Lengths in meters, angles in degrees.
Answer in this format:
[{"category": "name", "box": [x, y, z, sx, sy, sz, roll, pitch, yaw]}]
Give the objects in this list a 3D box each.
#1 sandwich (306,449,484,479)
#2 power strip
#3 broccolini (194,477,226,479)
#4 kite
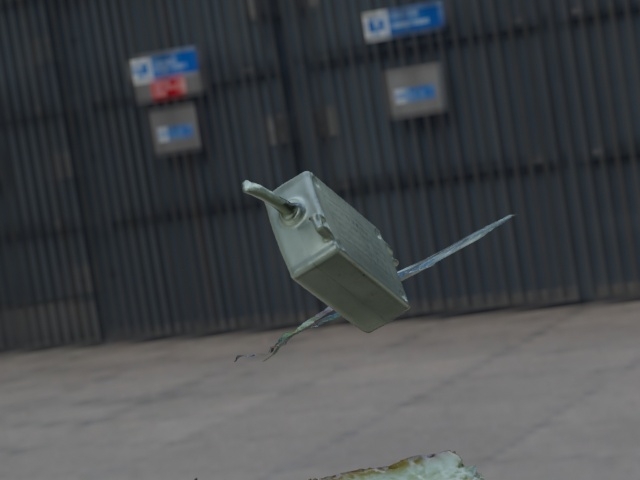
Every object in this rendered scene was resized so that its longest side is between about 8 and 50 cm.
[{"category": "sandwich", "box": [0.097, 0.329, 1.469, 0.262, 0.131, 0.325, -7, 24, -32]}, {"category": "power strip", "box": [0.000, 0.000, 1.091, 0.042, 0.075, 0.175, -32, -38, 16]}, {"category": "broccolini", "box": [-0.109, 0.210, 1.143, 0.058, 0.067, 0.216, -53, 12, -33]}, {"category": "kite", "box": [0.061, 0.045, 1.624, 0.310, 0.015, 0.169, -29, 1, -24]}]
